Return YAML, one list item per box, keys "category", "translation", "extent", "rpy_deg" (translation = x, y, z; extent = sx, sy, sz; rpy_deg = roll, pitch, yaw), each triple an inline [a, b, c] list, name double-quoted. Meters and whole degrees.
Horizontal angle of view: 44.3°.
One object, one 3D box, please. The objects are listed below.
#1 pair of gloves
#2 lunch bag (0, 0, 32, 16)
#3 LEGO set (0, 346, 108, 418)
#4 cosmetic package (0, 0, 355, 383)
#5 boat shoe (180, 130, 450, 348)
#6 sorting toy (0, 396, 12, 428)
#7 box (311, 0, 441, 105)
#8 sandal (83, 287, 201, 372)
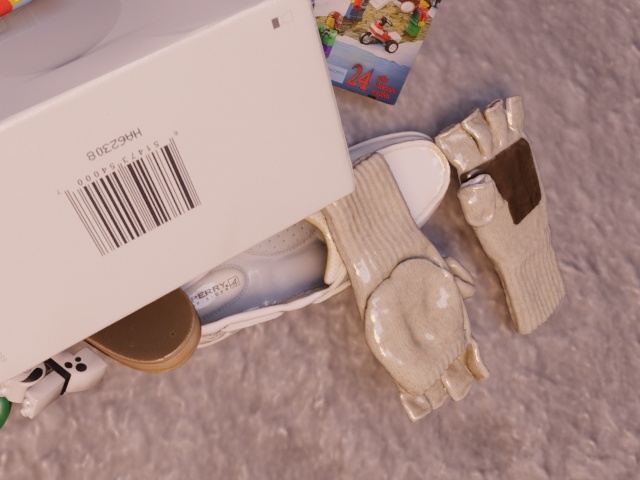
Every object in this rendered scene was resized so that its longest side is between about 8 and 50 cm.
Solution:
- category: "pair of gloves"
  translation: [0.113, 0.009, 0.614]
  extent: [0.240, 0.042, 0.204]
  rpy_deg: [-29, 106, -37]
- category: "lunch bag"
  translation: [-0.296, -0.171, 0.425]
  extent: [0.221, 0.293, 0.138]
  rpy_deg: [-32, 126, -12]
- category: "LEGO set"
  translation: [-0.258, 0.058, 0.491]
  extent: [0.227, 0.087, 0.093]
  rpy_deg: [36, 37, 9]
- category: "cosmetic package"
  translation: [-0.138, -0.079, 0.458]
  extent: [0.224, 0.224, 0.138]
  rpy_deg: [-29, 135, -12]
- category: "boat shoe"
  translation: [0.000, 0.000, 0.604]
  extent: [0.277, 0.096, 0.098]
  rpy_deg: [-33, 97, -15]
- category: "sorting toy"
  translation: [-0.357, 0.134, 0.517]
  extent: [0.275, 0.046, 0.132]
  rpy_deg: [12, 85, -17]
- category: "box"
  translation: [-0.021, -0.214, 0.591]
  extent: [0.233, 0.044, 0.159]
  rpy_deg: [15, 118, -16]
- category: "sandal"
  translation: [-0.179, 0.025, 0.557]
  extent: [0.240, 0.079, 0.088]
  rpy_deg: [32, 68, 20]
